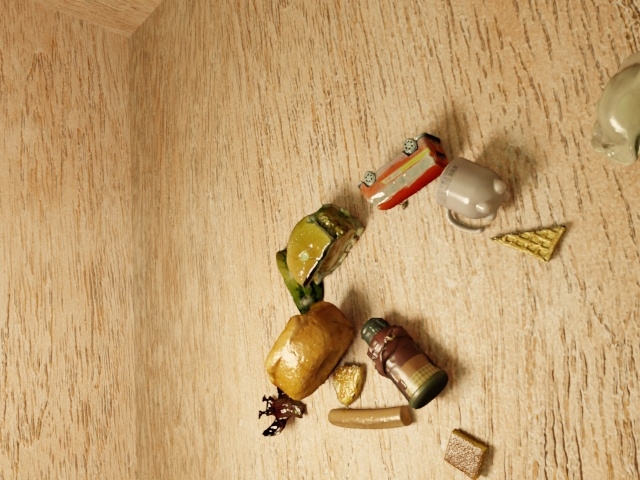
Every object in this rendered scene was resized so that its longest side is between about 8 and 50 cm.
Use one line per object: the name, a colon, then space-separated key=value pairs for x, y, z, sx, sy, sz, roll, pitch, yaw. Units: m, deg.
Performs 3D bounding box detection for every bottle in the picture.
bottle: x=0.220 y=0.326 z=1.171 sx=0.271 sy=0.143 sz=0.156 roll=45 pitch=117 yaw=36

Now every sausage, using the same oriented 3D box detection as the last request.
sausage: x=0.141 y=0.549 z=1.286 sx=0.301 sy=0.065 sz=0.066 roll=-23 pitch=73 yaw=41

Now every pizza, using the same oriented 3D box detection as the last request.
pizza: x=0.091 y=0.462 z=1.353 sx=0.099 sy=0.035 sz=0.160 roll=31 pitch=108 yaw=39

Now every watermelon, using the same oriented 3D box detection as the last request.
watermelon: x=-0.064 y=0.128 z=1.491 sx=0.128 sy=0.159 sz=0.304 roll=-25 pitch=68 yaw=-2

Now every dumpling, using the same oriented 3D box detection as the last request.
dumpling: x=0.623 y=-0.272 z=0.854 sx=0.151 sy=0.124 sz=0.229 roll=-116 pitch=32 yaw=-74

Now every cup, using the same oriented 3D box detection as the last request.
cup: x=0.379 y=-0.104 z=1.051 sx=0.142 sy=0.134 sz=0.174 roll=36 pitch=110 yaw=36

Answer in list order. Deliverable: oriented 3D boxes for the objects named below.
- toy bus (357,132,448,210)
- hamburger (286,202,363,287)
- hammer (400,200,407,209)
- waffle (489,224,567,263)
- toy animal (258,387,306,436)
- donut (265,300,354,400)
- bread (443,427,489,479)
toy bus: x=0.235 y=-0.186 z=1.195 sx=0.265 sy=0.121 sz=0.120 roll=-36 pitch=69 yaw=34
hamburger: x=0.000 y=0.000 z=1.371 sx=0.192 sy=0.167 sz=0.288 roll=51 pitch=120 yaw=31
hammer: x=0.215 y=-0.119 z=1.284 sx=0.123 sy=0.014 sz=0.029 roll=21 pitch=91 yaw=43
waffle: x=0.499 y=-0.015 z=1.010 sx=0.152 sy=0.023 sz=0.098 roll=29 pitch=106 yaw=40
toy animal: x=-0.136 y=0.617 z=1.536 sx=0.179 sy=0.116 sz=0.219 roll=4 pitch=60 yaw=17
donut: x=-0.030 y=0.346 z=1.314 sx=0.150 sy=0.299 sz=0.317 roll=35 pitch=144 yaw=27
bread: x=0.379 y=0.555 z=1.082 sx=0.094 sy=0.035 sz=0.090 roll=18 pitch=100 yaw=42
